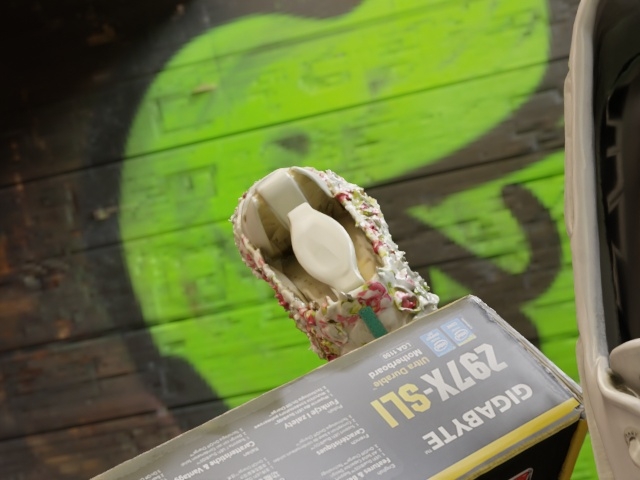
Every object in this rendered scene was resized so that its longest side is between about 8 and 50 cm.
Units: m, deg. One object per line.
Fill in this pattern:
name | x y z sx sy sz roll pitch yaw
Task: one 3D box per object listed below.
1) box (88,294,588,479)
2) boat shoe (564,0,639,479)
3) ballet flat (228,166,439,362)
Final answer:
box | -0.058 0.187 0.558 0.079 0.322 0.257 47 -35 32
boat shoe | 0.104 0.044 0.372 0.084 0.095 0.258 33 40 -52
ballet flat | 0.000 0.000 0.833 0.077 0.091 0.241 56 -6 -34
